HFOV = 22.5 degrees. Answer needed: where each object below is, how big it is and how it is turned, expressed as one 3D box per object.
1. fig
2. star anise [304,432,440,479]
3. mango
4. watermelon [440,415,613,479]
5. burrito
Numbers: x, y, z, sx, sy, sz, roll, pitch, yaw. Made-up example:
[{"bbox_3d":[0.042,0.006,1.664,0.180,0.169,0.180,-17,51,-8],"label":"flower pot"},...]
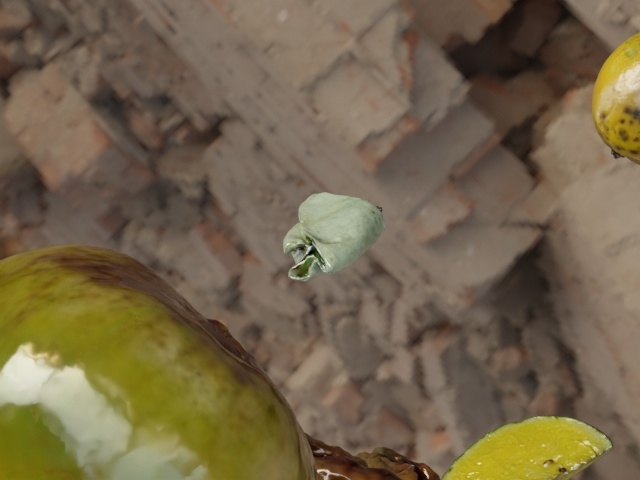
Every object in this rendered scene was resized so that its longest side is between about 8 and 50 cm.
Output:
[{"bbox_3d":[-0.066,0.069,0.506,0.136,0.121,0.153,42,149,19],"label":"fig"},{"bbox_3d":[0.077,0.205,0.868,0.288,0.088,0.288,47,-168,-13],"label":"star anise"},{"bbox_3d":[0.198,-0.081,0.854,0.079,0.114,0.057,67,169,-10],"label":"mango"},{"bbox_3d":[0.169,0.209,1.466,0.075,0.181,0.092,59,175,11],"label":"watermelon"},{"bbox_3d":[0.003,0.000,1.336,0.074,0.118,0.044,11,123,20],"label":"burrito"}]
